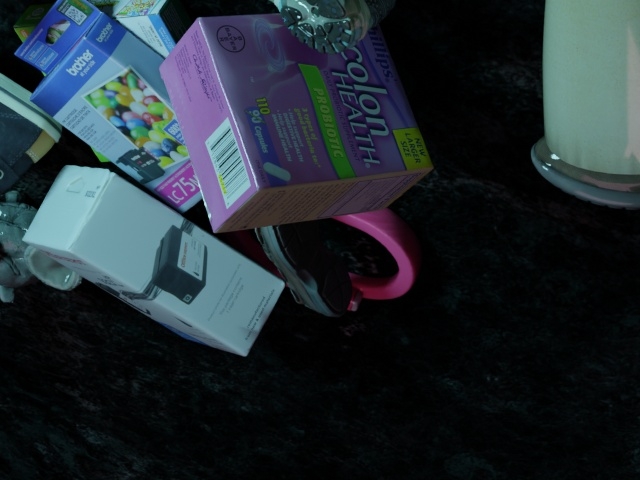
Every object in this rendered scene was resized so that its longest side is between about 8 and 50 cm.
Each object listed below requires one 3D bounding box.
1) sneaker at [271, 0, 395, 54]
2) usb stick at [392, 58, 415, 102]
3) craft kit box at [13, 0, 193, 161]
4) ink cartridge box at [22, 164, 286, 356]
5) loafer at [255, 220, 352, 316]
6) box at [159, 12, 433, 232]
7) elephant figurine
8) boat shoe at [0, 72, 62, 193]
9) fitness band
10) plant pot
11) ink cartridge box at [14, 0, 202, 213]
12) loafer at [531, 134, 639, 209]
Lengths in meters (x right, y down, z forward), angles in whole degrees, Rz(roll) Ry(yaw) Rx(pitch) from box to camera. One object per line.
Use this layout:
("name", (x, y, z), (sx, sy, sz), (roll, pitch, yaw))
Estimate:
("sneaker", (-0.035, -0.319, 1.626), (0.283, 0.122, 0.110), (44, 141, 17))
("usb stick", (0.023, -0.150, 1.850), (0.077, 0.045, 0.278), (42, 142, -9))
("craft kit box", (-0.247, -0.211, 1.935), (0.246, 0.061, 0.250), (-1, 136, 30))
("ink cartridge box", (-0.238, 0.029, 2.061), (0.307, 0.129, 0.223), (34, 168, -26))
("loafer", (-0.045, 0.007, 1.969), (0.084, 0.096, 0.267), (3, 138, 35))
("box", (-0.027, -0.140, 1.658), (0.117, 0.243, 0.214), (-40, 64, 51))
("elephant figurine", (-0.407, -0.006, 2.220), (0.239, 0.169, 0.186), (-2, 167, 12))
("boat shoe", (-0.595, -0.232, 1.984), (0.500, 0.156, 0.187), (32, 174, -17))
("fitness band", (0.000, 0.000, 2.042), (0.290, 0.054, 0.209), (21, 144, 6))
("plant pot", (0.321, -0.243, 1.410), (0.256, 0.256, 0.274), (1, 120, 31))
("ink cartridge box", (-0.248, -0.174, 1.889), (0.311, 0.065, 0.186), (39, 142, -14))
("loafer", (0.417, -0.112, 1.604), (0.366, 0.134, 0.130), (4, 116, 14))
